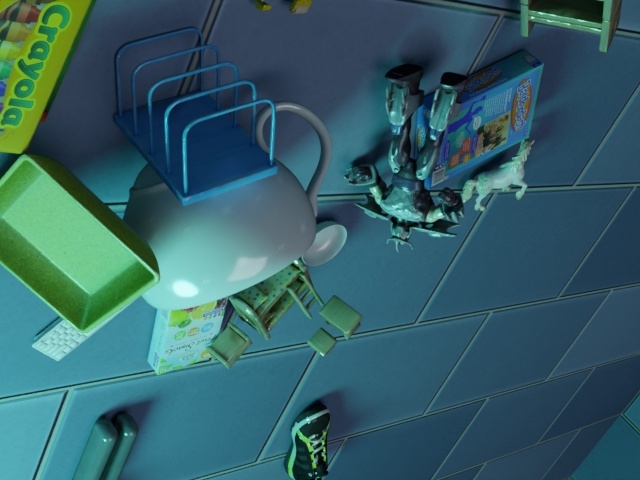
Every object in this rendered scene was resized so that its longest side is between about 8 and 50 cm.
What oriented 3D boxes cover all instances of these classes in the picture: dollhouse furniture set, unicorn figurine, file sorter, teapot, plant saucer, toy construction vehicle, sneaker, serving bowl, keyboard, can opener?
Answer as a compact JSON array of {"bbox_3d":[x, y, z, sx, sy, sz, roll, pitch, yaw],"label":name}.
[{"bbox_3d":[-0.057,0.130,1.395,0.182,0.161,0.101,-48,157,-14],"label":"dollhouse furniture set"},{"bbox_3d":[0.316,-0.111,1.633,0.162,0.060,0.111,-33,147,-14],"label":"unicorn figurine"},{"bbox_3d":[-0.138,-0.142,1.035,0.118,0.170,0.104,-22,140,-27],"label":"file sorter"},{"bbox_3d":[-0.133,-0.046,1.138,0.253,0.187,0.256,-15,-166,28],"label":"teapot"},{"bbox_3d":[-0.277,-0.001,1.036,0.188,0.188,0.045,-32,-161,44],"label":"plant saucer"},{"bbox_3d":[-0.028,-0.308,1.085,0.086,0.035,0.098,-20,145,-47],"label":"toy construction vehicle"},{"bbox_3d":[-0.007,0.421,1.886,0.084,0.097,0.234,-21,142,-29],"label":"sneaker"},{"bbox_3d":[0.000,0.000,1.469,0.083,0.027,0.083,-26,144,-21],"label":"serving bowl"},{"bbox_3d":[-0.273,0.072,1.286,0.256,0.014,0.072,-39,147,-3],"label":"keyboard"},{"bbox_3d":[0.379,-0.386,1.357,0.183,0.129,0.129,-61,156,-26],"label":"dollhouse furniture set"},{"bbox_3d":[-0.351,0.405,1.519,0.076,0.095,0.283,-6,134,-43],"label":"can opener"}]

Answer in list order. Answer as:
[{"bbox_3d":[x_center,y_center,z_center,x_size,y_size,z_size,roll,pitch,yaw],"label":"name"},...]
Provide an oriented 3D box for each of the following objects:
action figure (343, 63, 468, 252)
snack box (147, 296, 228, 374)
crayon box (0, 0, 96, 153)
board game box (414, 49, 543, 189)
[{"bbox_3d":[0.129,-0.107,1.368,0.099,0.185,0.285,-55,156,-58],"label":"action figure"},{"bbox_3d":[-0.197,0.128,1.407,0.100,0.037,0.141,-14,138,-35],"label":"snack box"},{"bbox_3d":[-0.342,-0.189,0.853,0.318,0.081,0.202,1,128,-47],"label":"crayon box"},{"bbox_3d":[0.245,-0.189,1.482,0.210,0.047,0.160,-27,144,-20],"label":"board game box"}]
